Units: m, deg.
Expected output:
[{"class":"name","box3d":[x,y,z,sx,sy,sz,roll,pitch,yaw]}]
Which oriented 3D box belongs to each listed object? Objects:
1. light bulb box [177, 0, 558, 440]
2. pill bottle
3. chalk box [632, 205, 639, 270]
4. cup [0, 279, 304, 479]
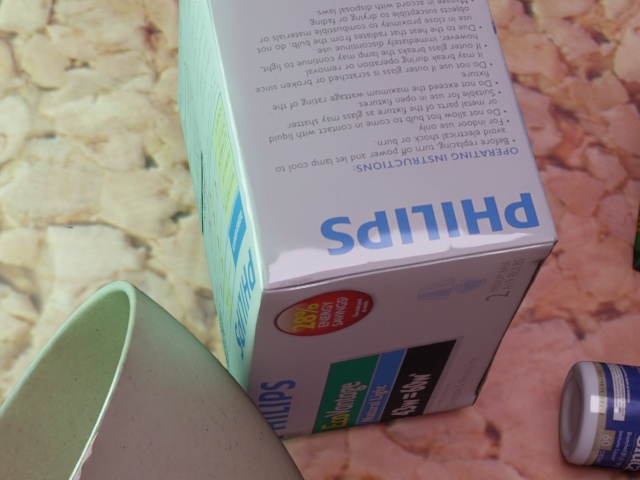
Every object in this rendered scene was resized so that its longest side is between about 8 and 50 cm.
[{"class":"light bulb box","box3d":[0.014,-0.064,1.277,0.225,0.358,0.361,-9,66,-9]},{"class":"pill bottle","box3d":[0.307,0.162,1.368,0.169,0.094,0.094,6,62,-5]},{"class":"chalk box","box3d":[0.423,-0.086,1.402,0.179,0.289,0.180,15,62,0]},{"class":"cup","box3d":[-0.137,0.230,1.176,0.237,0.331,0.331,32,60,-19]}]
